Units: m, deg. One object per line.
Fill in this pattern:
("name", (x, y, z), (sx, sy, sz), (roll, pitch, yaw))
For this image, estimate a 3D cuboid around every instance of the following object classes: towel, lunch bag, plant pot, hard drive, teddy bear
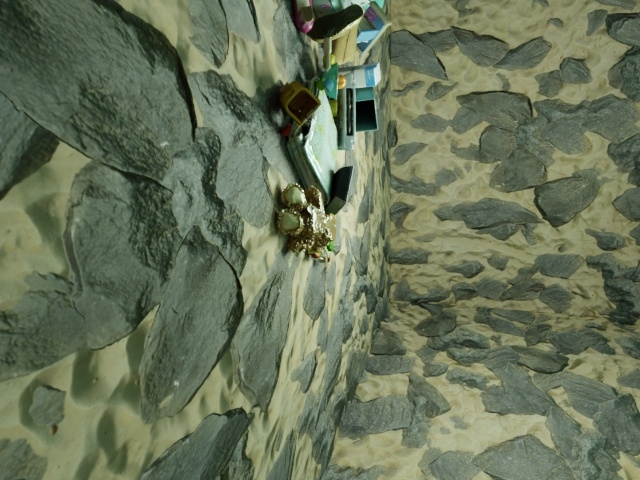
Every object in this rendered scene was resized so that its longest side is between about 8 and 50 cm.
("towel", (-0.010, -0.360, 1.616), (0.374, 0.090, 0.320), (65, 32, -57))
("lunch bag", (0.041, -0.958, 1.670), (0.279, 0.108, 0.223), (-5, 97, -73))
("plant pot", (0.194, -0.666, 2.128), (0.165, 0.166, 0.234), (75, 17, -44))
("hard drive", (0.063, -0.192, 1.748), (0.255, 0.054, 0.171), (141, -38, -73))
("teddy bear", (-0.059, -0.070, 1.505), (0.338, 0.113, 0.244), (-4, 89, -65))

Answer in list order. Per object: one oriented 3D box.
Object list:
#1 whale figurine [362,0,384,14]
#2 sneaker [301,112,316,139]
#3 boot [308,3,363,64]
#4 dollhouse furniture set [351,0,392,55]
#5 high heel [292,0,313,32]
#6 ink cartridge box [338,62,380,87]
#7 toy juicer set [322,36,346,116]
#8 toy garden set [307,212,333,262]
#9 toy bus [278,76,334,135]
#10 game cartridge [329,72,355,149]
("whale figurine", (0.251, -1.293, 2.255), (0.272, 0.141, 0.216), (59, 38, -60))
("sneaker", (-0.038, -0.367, 1.361), (0.069, 0.038, 0.098), (-45, 145, -82))
("boot", (0.057, -0.778, 1.722), (0.089, 0.236, 0.269), (63, -8, 7))
("dollhouse furniture set", (0.119, -0.987, 1.979), (0.303, 0.198, 0.286), (-32, 85, -42))
("high heel", (-0.063, -0.825, 1.446), (0.117, 0.082, 0.243), (-150, -134, -77))
("ink cartridge box", (0.164, -0.736, 1.958), (0.139, 0.191, 0.082), (-63, 149, -55))
("toy juicer set", (0.051, -0.633, 1.644), (0.329, 0.090, 0.209), (92, -1, -75))
("toy garden set", (0.000, 0.000, 1.770), (0.244, 0.049, 0.203), (55, 39, -64))
("toy bus", (-0.076, -0.439, 1.350), (0.104, 0.202, 0.190), (39, 56, -31))
("game cartridge", (0.089, -0.527, 1.818), (0.198, 0.062, 0.296), (-153, -120, -67))
